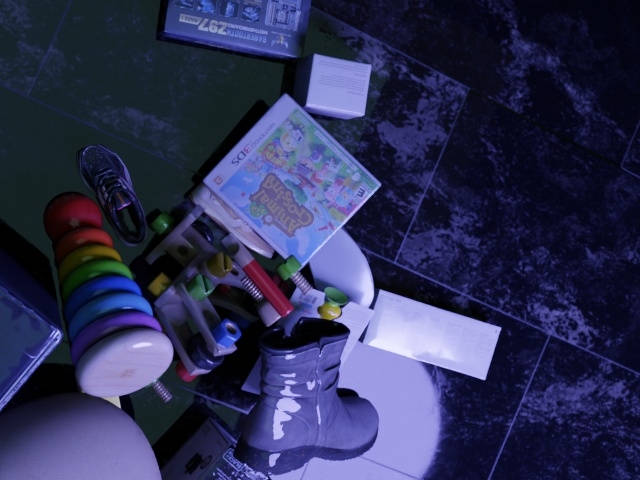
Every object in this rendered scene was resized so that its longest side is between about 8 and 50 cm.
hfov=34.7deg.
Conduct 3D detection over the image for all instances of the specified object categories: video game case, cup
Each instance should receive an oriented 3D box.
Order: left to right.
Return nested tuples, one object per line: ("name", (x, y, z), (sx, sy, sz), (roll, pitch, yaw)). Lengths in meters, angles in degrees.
("cup", (-0.423, 0.381, 1.445), (0.331, 0.237, 0.331), (-4, 81, 24))
("video game case", (-0.045, -0.092, 1.624), (0.212, 0.023, 0.193), (43, 94, -4))

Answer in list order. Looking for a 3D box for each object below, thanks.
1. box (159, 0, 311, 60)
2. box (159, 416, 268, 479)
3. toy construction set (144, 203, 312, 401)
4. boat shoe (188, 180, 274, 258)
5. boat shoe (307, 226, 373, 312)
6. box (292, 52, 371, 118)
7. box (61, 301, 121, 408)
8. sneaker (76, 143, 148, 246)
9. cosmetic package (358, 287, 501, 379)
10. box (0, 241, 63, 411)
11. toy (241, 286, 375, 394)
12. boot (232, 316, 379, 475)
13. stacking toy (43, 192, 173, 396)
("box", (-0.130, -0.399, 1.644), (0.233, 0.059, 0.183), (7, 92, -17))
("box", (-0.229, 0.433, 1.623), (0.290, 0.169, 0.087), (-47, 107, -9))
("toy construction set", (-0.176, 0.051, 1.551), (0.237, 0.309, 0.257), (51, 53, -3))
("boat shoe", (-0.134, -0.038, 1.668), (0.170, 0.063, 0.059), (39, 89, -14))
("boat shoe", (0.000, 0.000, 1.696), (0.096, 0.088, 0.267), (-36, 97, 8))
("box", (0.016, -0.250, 1.675), (0.101, 0.102, 0.087), (8, 90, -17))
("box", (-0.356, 0.208, 1.612), (0.058, 0.087, 0.232), (-12, 96, -17))
("sneaker", (-0.317, -0.073, 1.606), (0.072, 0.077, 0.178), (-34, 101, -12))
("cosmetic package", (0.185, 0.160, 1.774), (0.239, 0.060, 0.098), (19, 91, -17))
("box", (-0.599, 0.180, 1.335), (0.297, 0.480, 0.472), (43, 82, -14))
("toy", (-0.023, 0.169, 1.695), (0.137, 0.056, 0.237), (20, 123, -15))
("boot", (0.012, 0.229, 1.606), (0.338, 0.118, 0.222), (-5, 113, -58))
("stacking toy", (-0.337, 0.062, 1.517), (0.141, 0.141, 0.330), (-21, 58, -13))
